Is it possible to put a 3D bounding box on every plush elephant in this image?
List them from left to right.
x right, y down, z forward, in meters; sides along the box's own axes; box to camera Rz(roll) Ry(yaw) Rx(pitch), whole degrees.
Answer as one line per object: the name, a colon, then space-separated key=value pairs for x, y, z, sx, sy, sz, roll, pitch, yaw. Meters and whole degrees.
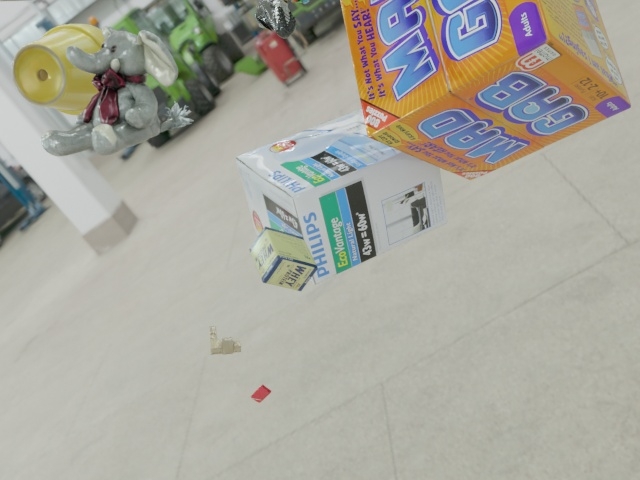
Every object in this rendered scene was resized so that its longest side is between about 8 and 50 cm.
plush elephant: x=-0.448 y=-0.345 z=1.627 sx=0.330 sy=0.255 sz=0.271 roll=-25 pitch=22 yaw=-37

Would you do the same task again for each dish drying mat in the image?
dish drying mat: x=-0.157 y=0.405 z=1.939 sx=0.008 sy=0.032 sz=0.083 roll=-54 pitch=3 yaw=-41

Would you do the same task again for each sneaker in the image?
sneaker: x=-0.135 y=-0.637 z=2.117 sx=0.106 sy=0.078 sz=0.234 roll=-39 pitch=44 yaw=27

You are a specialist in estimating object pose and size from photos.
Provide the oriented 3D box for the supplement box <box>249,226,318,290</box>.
supplement box: x=-0.063 y=0.032 z=1.241 sx=0.056 sy=0.083 sz=0.083 roll=-54 pitch=41 yaw=25

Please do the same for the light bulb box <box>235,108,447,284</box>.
light bulb box: x=0.043 y=-0.120 z=1.734 sx=0.361 sy=0.225 sz=0.358 roll=-24 pitch=29 yaw=-18

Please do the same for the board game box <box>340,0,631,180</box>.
board game box: x=0.300 y=-0.374 z=1.379 sx=0.356 sy=0.356 sz=0.356 roll=-25 pitch=65 yaw=36

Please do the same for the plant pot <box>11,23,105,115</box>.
plant pot: x=-0.705 y=-0.463 z=2.023 sx=0.254 sy=0.254 sz=0.239 roll=-29 pitch=9 yaw=20

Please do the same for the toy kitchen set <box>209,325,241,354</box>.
toy kitchen set: x=-0.262 y=0.263 z=2.021 sx=0.083 sy=0.068 sz=0.075 roll=-3 pitch=50 yaw=-10

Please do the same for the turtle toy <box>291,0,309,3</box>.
turtle toy: x=-0.070 y=-0.714 z=2.086 sx=0.130 sy=0.066 sz=0.095 roll=-6 pitch=-42 yaw=-36
